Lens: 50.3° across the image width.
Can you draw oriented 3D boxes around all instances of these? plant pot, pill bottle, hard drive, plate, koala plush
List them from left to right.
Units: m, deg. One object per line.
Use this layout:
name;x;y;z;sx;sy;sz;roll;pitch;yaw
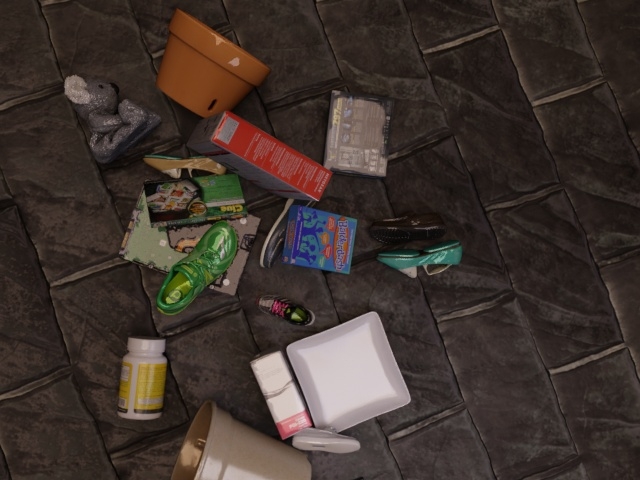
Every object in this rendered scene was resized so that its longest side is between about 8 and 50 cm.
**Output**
koala plush;-0.586;-0.345;1.833;0.203;0.196;0.221;-41;94;4
pill bottle;-0.475;0.365;1.828;0.119;0.119;0.209;5;86;-4
hard drive;-0.359;-0.007;1.888;0.339;0.064;0.237;18;85;-4
plant pot;-0.305;-0.453;1.829;0.291;0.291;0.203;32;101;-2
plant pot;-0.202;0.614;1.757;0.305;0.334;0.334;22;85;-14
plate;0.077;0.372;1.909;0.277;0.045;0.278;-21;89;-4

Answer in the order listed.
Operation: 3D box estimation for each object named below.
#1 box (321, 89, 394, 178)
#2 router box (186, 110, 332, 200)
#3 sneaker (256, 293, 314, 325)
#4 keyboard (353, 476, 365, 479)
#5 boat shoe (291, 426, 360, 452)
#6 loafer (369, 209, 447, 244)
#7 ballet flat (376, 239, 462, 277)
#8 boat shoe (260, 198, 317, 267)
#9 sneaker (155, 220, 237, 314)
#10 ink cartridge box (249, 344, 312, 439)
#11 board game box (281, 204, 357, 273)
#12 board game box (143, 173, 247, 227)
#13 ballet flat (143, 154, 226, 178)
box;0.106;-0.300;1.945;0.183;0.059;0.233;6;87;-4
router box;-0.167;-0.209;1.745;0.301;0.335;0.082;28;85;-22
sneaker;-0.095;0.193;1.890;0.170;0.075;0.063;22;85;-3
keyboard;0.129;0.754;1.902;0.108;0.023;0.180;-20;89;1
boat shoe;0.016;0.534;1.845;0.184;0.066;0.063;1;48;3
loafer;0.246;-0.042;1.941;0.220;0.080;0.078;-1;54;-4
ballet flat;0.285;0.060;1.929;0.247;0.083;0.087;-9;101;-3
boat shoe;-0.085;-0.030;1.899;0.079;0.095;0.254;26;76;9
sneaker;-0.322;0.078;1.793;0.109;0.123;0.295;37;84;-1
ink cartridge box;-0.107;0.402;1.835;0.092;0.158;0.218;-25;89;-5
board game box;0.000;0.000;1.871;0.210;0.047;0.160;11;85;-39
board game box;-0.337;-0.110;1.842;0.259;0.030;0.136;-7;60;-18
ballet flat;-0.375;-0.203;1.894;0.232;0.080;0.073;-1;98;-4
